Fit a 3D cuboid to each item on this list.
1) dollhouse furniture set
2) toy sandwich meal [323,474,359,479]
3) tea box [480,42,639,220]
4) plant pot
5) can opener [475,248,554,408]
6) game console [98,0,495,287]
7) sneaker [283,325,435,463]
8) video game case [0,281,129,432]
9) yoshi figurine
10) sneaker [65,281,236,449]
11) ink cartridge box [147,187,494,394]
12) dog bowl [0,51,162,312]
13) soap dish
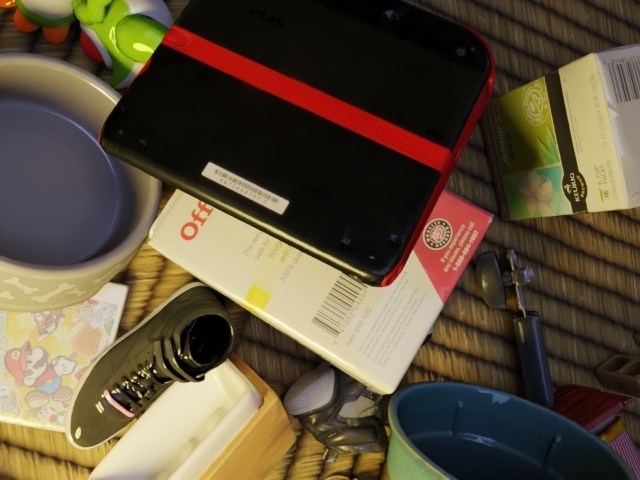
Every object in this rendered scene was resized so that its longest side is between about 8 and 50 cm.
[{"bbox_3d":[0.570,0.300,1.088,0.374,0.152,0.201,-29,94,-14],"label":"dollhouse furniture set"},{"bbox_3d":[0.031,0.416,1.012,0.086,0.029,0.085,1,87,-14],"label":"toy sandwich meal"},{"bbox_3d":[0.485,-0.172,1.006,0.329,0.323,0.219,-13,91,-15],"label":"tea box"},{"bbox_3d":[0.223,0.428,0.901,0.341,0.341,0.334,9,104,-13],"label":"plant pot"},{"bbox_3d":[0.341,0.149,1.093,0.093,0.074,0.280,-15,89,20],"label":"can opener"},{"bbox_3d":[-0.018,-0.168,0.755,0.387,0.060,0.342,26,76,9],"label":"game console"},{"bbox_3d":[0.086,0.237,1.004,0.269,0.101,0.153,-31,96,-9],"label":"sneaker"},{"bbox_3d":[-0.410,0.153,0.920,0.206,0.026,0.226,14,84,-12],"label":"video game case"},{"bbox_3d":[-0.299,-0.369,0.905,0.362,0.203,0.203,26,65,-9],"label":"yoshi figurine"},{"bbox_3d":[-0.236,0.182,0.886,0.295,0.147,0.104,-47,113,-15],"label":"sneaker"},{"bbox_3d":[0.000,0.000,0.912,0.385,0.160,0.279,31,79,7],"label":"ink cartridge box"},{"bbox_3d":[-0.369,-0.086,0.829,0.349,0.102,0.348,16,64,-35],"label":"dog bowl"},{"bbox_3d":[-0.178,0.302,0.876,0.291,0.229,0.118,-49,115,-11],"label":"soap dish"}]
